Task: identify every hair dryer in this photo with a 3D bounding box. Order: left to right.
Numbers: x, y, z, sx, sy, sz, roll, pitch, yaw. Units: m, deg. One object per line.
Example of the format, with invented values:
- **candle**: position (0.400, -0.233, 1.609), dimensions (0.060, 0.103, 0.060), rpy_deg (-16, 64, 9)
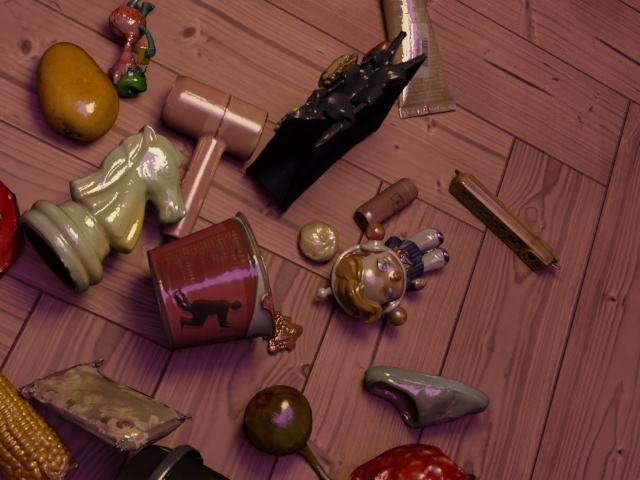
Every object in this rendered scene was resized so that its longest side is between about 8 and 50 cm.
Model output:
- **hair dryer**: position (-0.241, -0.125, 1.638), dimensions (0.189, 0.107, 0.344), rpy_deg (23, 74, -12)

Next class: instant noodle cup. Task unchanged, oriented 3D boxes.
- **instant noodle cup**: position (-0.193, 0.080, 1.528), dimensions (0.178, 0.235, 0.234), rpy_deg (-14, 80, -14)

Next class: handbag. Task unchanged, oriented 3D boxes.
- **handbag**: position (0.024, -0.227, 1.632), dimensions (0.122, 0.329, 0.303), rpy_deg (47, 65, 2)

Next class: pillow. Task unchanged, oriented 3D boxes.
- **pillow**: position (-0.349, 0.271, 1.415), dimensions (0.169, 0.255, 0.059), rpy_deg (-13, 117, -54)

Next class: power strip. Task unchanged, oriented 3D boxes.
- **power strip**: position (0.386, -0.035, 1.850), dimensions (0.305, 0.064, 0.044), rpy_deg (41, 68, -5)

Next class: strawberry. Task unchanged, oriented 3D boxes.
- **strawberry**: position (0.107, 0.491, 1.487), dimensions (0.345, 0.317, 0.295), rpy_deg (-6, 108, -6)

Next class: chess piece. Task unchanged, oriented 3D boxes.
- **chess piece**: position (-0.352, -0.059, 1.526), dimensions (0.298, 0.176, 0.176), rpy_deg (-42, 91, -22)

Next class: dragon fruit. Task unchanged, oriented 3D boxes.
- **dragon fruit**: position (-0.579, -0.044, 1.469), dimensions (0.189, 0.163, 0.261), rpy_deg (-7, 75, -50)

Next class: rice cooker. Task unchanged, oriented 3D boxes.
- **rice cooker**: position (-0.224, 0.460, 1.370), dimensions (0.224, 0.267, 0.267), rpy_deg (27, 65, 15)

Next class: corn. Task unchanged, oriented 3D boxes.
- **corn**: position (-0.519, 0.279, 1.409), dimensions (0.305, 0.106, 0.106), rpy_deg (47, 65, 3)

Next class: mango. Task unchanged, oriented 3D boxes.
- **mango**: position (-0.443, -0.272, 1.603), dimensions (0.137, 0.098, 0.195), rpy_deg (-12, 72, -20)

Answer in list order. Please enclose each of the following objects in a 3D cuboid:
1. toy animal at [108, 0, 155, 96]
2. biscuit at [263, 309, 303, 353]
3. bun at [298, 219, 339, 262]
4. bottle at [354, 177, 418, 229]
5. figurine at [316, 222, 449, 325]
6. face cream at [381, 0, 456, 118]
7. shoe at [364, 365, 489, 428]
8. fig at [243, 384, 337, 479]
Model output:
- **toy animal**: position (-0.348, -0.378, 1.665), dimensions (0.100, 0.103, 0.208), rpy_deg (37, 51, -55)
- **biscuit**: position (-0.078, 0.165, 1.650), dimensions (0.082, 0.016, 0.092), rpy_deg (-33, 89, -24)
- **bun**: position (0.000, 0.000, 1.705), dimensions (0.086, 0.055, 0.086), rpy_deg (6, 74, -19)
- **bottle**: position (0.134, -0.074, 1.776), dimensions (0.140, 0.053, 0.053), rpy_deg (-35, 88, -25)
- **figurine**: position (0.128, 0.046, 1.705), dimensions (0.274, 0.133, 0.194), rpy_deg (-48, 117, -30)
- **face cream**: position (0.196, -0.437, 1.899), dimensions (0.137, 0.084, 0.341), rpy_deg (-12, 87, -21)
- **shoe**: position (0.198, 0.306, 1.665), dimensions (0.251, 0.103, 0.100), rpy_deg (16, 69, -10)
- **fig**: position (-0.040, 0.356, 1.570), dimensions (0.236, 0.124, 0.124), rpy_deg (51, 63, -26)
